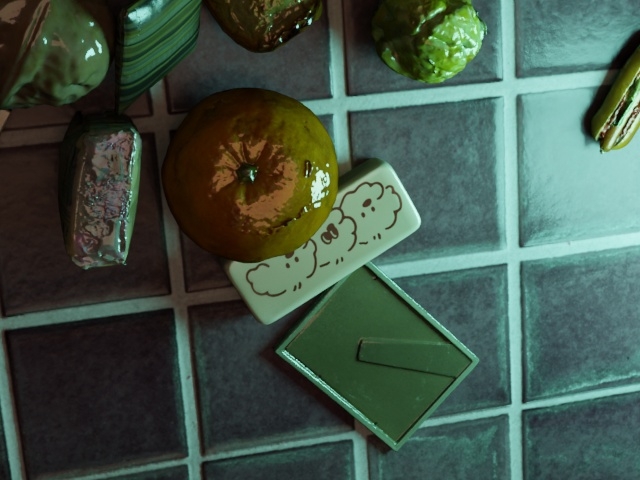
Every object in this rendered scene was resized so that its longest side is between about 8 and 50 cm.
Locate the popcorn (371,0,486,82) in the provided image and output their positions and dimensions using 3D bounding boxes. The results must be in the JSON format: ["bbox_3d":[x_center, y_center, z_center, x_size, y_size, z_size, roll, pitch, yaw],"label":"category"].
[{"bbox_3d":[0.179,-0.364,1.902,0.198,0.198,0.212,1,97,-14],"label":"popcorn"}]

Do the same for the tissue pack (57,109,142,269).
[{"bbox_3d":[-0.345,-0.088,1.804,0.123,0.256,0.215,4,103,-12],"label":"tissue pack"}]

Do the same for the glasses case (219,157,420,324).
[{"bbox_3d":[0.000,0.000,2.006,0.336,0.076,0.144,-33,110,-3],"label":"glasses case"}]

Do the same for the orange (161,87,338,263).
[{"bbox_3d":[-0.112,-0.103,1.862,0.284,0.226,0.283,0,85,1],"label":"orange"}]

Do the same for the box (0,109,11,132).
[{"bbox_3d":[-0.592,-0.151,1.831,0.141,0.058,0.201,26,97,-19],"label":"box"}]

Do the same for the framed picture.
[{"bbox_3d":[0.106,0.207,2.117,0.324,0.020,0.240,41,92,-20],"label":"framed picture"}]

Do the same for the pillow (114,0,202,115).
[{"bbox_3d":[-0.245,-0.319,1.774,0.052,0.208,0.212,29,141,12],"label":"pillow"}]

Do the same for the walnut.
[{"bbox_3d":[-0.434,-0.309,1.722,0.227,0.273,0.273,-44,112,-25],"label":"walnut"}]

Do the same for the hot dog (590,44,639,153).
[{"bbox_3d":[0.561,-0.258,2.086,0.092,0.062,0.235,24,98,-22],"label":"hot dog"}]

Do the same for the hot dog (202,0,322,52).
[{"bbox_3d":[-0.116,-0.429,1.850,0.175,0.114,0.259,-35,99,2],"label":"hot dog"}]
